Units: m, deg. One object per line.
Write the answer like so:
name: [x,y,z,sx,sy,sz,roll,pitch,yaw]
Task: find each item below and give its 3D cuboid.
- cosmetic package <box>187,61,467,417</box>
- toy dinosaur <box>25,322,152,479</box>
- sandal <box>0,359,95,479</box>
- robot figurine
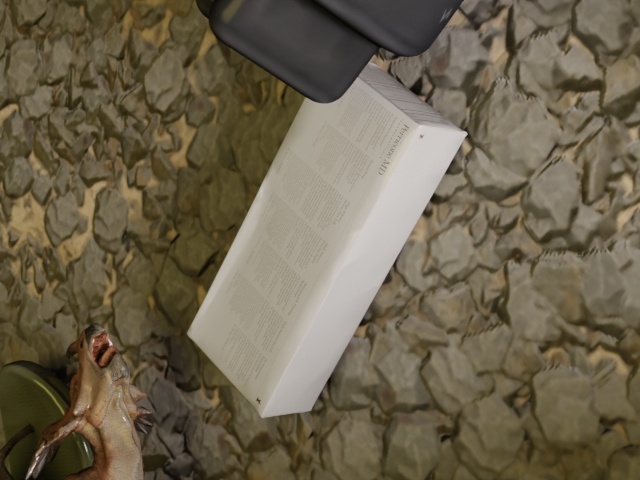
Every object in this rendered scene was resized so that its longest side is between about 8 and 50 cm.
cosmetic package: [0.000,0.000,0.815,0.099,0.060,0.239,44,116,35]
toy dinosaur: [-0.198,0.230,0.905,0.296,0.127,0.200,-49,57,3]
sandal: [-0.253,0.256,1.008,0.120,0.086,0.303,0,90,40]
robot figurine: [0.043,-0.222,0.697,0.209,0.173,0.278,42,103,25]
